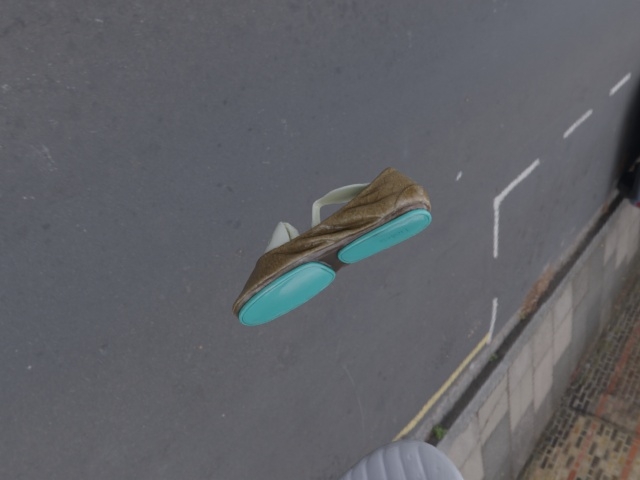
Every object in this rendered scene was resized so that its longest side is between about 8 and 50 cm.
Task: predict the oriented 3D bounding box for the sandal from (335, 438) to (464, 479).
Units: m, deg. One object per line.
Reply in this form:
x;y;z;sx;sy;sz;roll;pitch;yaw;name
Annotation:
0.009;0.239;0.317;0.265;0.102;0.076;-47;150;13;sandal

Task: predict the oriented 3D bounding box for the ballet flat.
0.000;0.000;0.701;0.342;0.124;0.116;-34;148;15;ballet flat
